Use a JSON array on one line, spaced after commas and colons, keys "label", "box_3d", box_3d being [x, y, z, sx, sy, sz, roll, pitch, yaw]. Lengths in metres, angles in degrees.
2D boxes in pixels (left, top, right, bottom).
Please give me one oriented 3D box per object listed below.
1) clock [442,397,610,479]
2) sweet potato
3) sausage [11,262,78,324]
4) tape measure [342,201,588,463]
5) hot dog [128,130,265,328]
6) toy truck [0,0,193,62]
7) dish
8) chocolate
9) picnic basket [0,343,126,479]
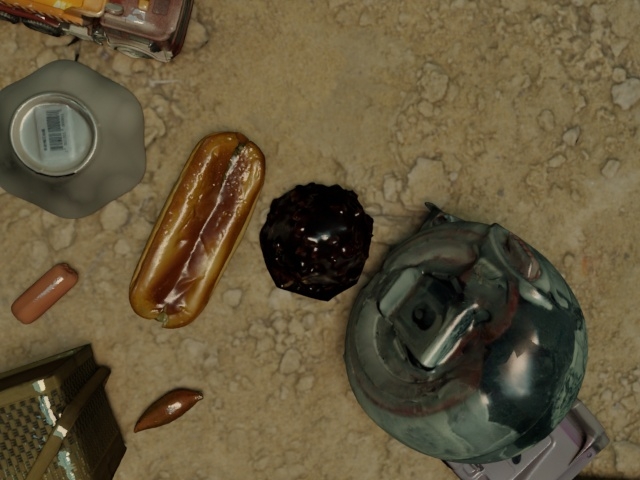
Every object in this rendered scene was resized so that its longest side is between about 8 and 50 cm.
[{"label": "clock", "box_3d": [0.242, 0.239, 0.752, 0.186, 0.083, 0.253, -43, 98, -3]}, {"label": "sweet potato", "box_3d": [-0.190, 0.208, 0.713, 0.095, 0.034, 0.034, -27, 97, -7]}, {"label": "sausage", "box_3d": [-0.326, 0.063, 0.684, 0.083, 0.034, 0.034, -43, 98, -5]}, {"label": "tape measure", "box_3d": [0.143, 0.102, 0.643, 0.147, 0.275, 0.256, 33, 94, -35]}, {"label": "hot dog", "box_3d": [-0.144, -0.014, 0.689, 0.100, 0.068, 0.249, 27, 92, -22]}, {"label": "toy truck", "box_3d": [-0.279, -0.283, 0.618, 0.271, 0.135, 0.114, 14, 91, -9]}, {"label": "dish", "box_3d": [-0.297, -0.118, 0.661, 0.191, 0.066, 0.190, -1, 94, -9]}, {"label": "chocolate", "box_3d": [0.000, 0.000, 0.679, 0.156, 0.133, 0.156, 0, 92, -6]}, {"label": "picnic basket", "box_3d": [-0.361, 0.228, 0.623, 0.267, 0.165, 0.139, -18, 94, -7]}]
